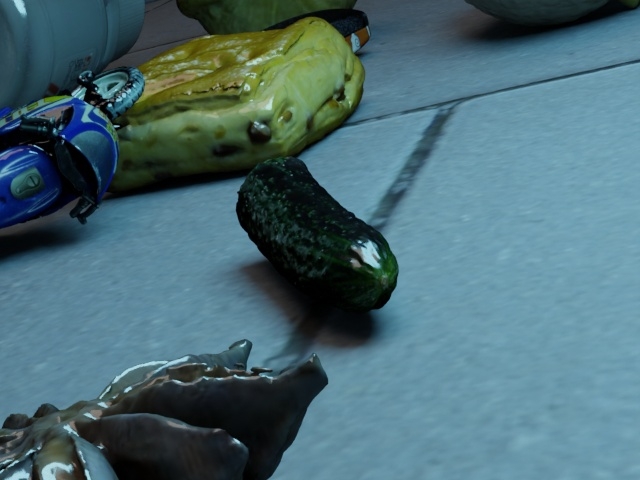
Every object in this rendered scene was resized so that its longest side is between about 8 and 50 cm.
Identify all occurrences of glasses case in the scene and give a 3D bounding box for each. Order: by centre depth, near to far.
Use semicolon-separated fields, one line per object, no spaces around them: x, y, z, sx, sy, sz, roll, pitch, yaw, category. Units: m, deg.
-0.039;-0.201;1.454;0.103;0.067;0.266;-6;19;36;glasses case

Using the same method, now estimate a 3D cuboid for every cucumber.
0.000;0.000;0.738;0.052;0.058;0.214;16;9;-19;cucumber

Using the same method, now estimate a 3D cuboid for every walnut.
-0.060;-0.344;1.674;0.282;0.227;0.283;-26;11;6;walnut

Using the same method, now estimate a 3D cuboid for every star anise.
-0.088;0.091;0.505;0.182;0.065;0.195;-7;21;46;star anise

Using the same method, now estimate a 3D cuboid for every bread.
-0.083;-0.127;1.179;0.210;0.099;0.235;-8;18;27;bread

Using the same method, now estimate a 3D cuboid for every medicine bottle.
-0.410;-0.312;1.871;0.245;0.245;0.306;-7;17;30;medicine bottle

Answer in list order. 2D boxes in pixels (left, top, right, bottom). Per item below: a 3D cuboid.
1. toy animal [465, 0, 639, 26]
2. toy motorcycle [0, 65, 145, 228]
0.236;-0.317;1.366;0.226;0.188;0.358;-5;15;-2;toy animal
-0.259;-0.043;1.027;0.315;0.113;0.169;-33;29;-13;toy motorcycle
